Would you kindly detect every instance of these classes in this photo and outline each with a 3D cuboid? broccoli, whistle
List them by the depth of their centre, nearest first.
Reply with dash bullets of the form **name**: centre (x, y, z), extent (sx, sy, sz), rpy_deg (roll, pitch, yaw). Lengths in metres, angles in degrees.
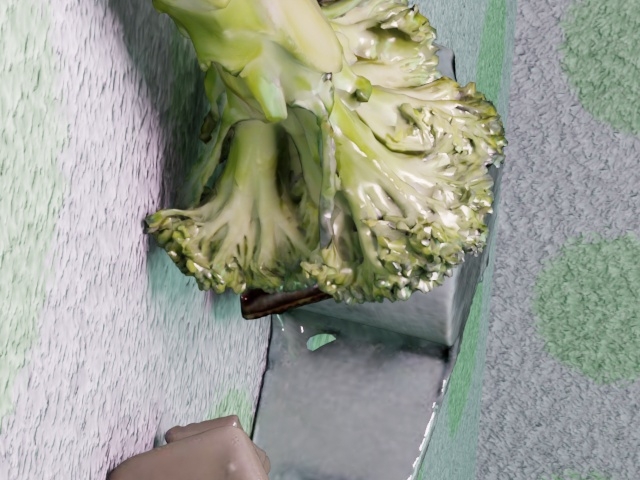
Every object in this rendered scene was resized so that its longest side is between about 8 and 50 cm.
- **broccoli**: centre (-0.027, -0.092, 1.087), extent (0.361, 0.221, 0.252), rpy_deg (16, 76, -67)
- **whistle**: centre (0.039, 0.044, 1.508), extent (0.188, 0.168, 0.405), rpy_deg (-50, 150, -66)

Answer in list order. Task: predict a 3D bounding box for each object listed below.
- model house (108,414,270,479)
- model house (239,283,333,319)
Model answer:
- **model house**: centre (-0.075, 0.229, 1.210), extent (0.188, 0.122, 0.229), rpy_deg (20, 75, -80)
- **model house**: centre (0.007, -0.002, 1.338), extent (0.152, 0.165, 0.106), rpy_deg (61, 19, -46)
